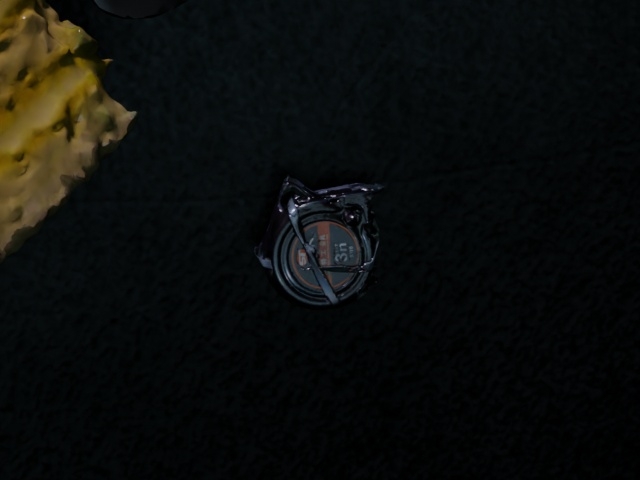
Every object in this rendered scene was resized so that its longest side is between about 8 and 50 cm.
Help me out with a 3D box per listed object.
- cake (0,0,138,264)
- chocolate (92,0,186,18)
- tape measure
[{"bbox_3d":[-0.291,-0.109,0.994,0.227,0.222,0.286,-48,111,-27],"label":"cake"},{"bbox_3d":[-0.110,-0.224,1.098,0.125,0.080,0.149,-6,99,-18],"label":"chocolate"},{"bbox_3d":[-0.001,0.002,1.187,0.091,0.054,0.094,5,98,-8],"label":"tape measure"}]
